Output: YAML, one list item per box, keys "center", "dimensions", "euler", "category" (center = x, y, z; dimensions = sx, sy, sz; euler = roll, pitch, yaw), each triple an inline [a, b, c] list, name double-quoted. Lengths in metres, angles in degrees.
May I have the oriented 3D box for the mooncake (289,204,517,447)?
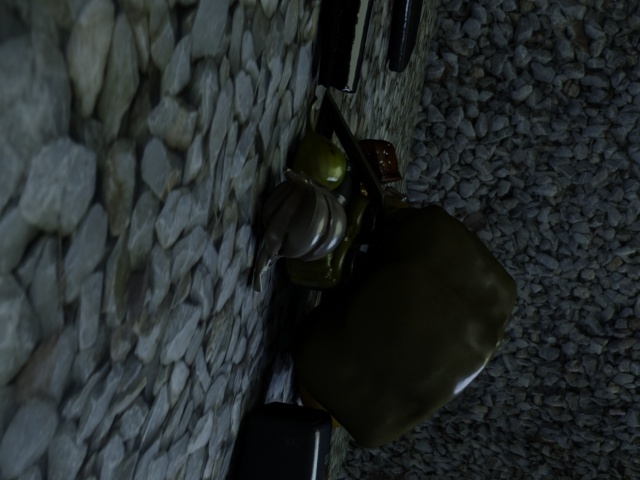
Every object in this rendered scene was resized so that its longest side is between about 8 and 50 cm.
- center: [0.142, 0.153, 1.298]
  dimensions: [0.467, 0.262, 0.467]
  euler: [-47, -172, 8]
  category: "mooncake"

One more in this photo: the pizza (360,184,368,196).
- center: [0.120, -0.114, 1.890]
  dimensions: [0.178, 0.041, 0.131]
  euler: [89, 16, -53]
  category: "pizza"

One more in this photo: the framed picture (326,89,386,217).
- center: [0.069, -0.153, 1.263]
  dimensions: [0.173, 0.010, 0.231]
  euler: [70, -5, -74]
  category: "framed picture"

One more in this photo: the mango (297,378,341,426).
- center: [0.031, 0.310, 1.591]
  dimensions: [0.211, 0.173, 0.317]
  euler: [-69, 160, -47]
  category: "mango"

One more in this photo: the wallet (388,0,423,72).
- center: [0.243, -0.684, 1.811]
  dimensions: [0.228, 0.062, 0.406]
  euler: [-66, 164, -45]
  category: "wallet"

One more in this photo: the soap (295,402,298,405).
- center: [-0.066, 0.464, 1.619]
  dimensions: [0.089, 0.033, 0.168]
  euler: [95, 12, -48]
  category: "soap"

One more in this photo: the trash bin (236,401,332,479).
- center: [-0.070, 0.453, 1.207]
  dimensions: [0.209, 0.182, 0.290]
  euler: [28, 69, -79]
  category: "trash bin"

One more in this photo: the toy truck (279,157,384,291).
- center: [0.011, -0.029, 1.163]
  dimensions: [0.165, 0.147, 0.224]
  euler: [74, 31, -42]
  category: "toy truck"

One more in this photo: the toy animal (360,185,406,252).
- center: [0.182, 0.018, 1.715]
  dimensions: [0.225, 0.284, 0.302]
  euler: [-27, 130, -74]
  category: "toy animal"

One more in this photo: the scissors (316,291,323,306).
- center: [0.013, 0.093, 1.621]
  dimensions: [0.085, 0.022, 0.176]
  euler: [51, 49, -73]
  category: "scissors"

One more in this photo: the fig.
- center: [0.000, -0.150, 1.107]
  dimensions: [0.093, 0.093, 0.166]
  euler: [88, 5, -54]
  category: "fig"

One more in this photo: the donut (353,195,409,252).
- center: [0.120, 0.007, 1.541]
  dimensions: [0.107, 0.272, 0.272]
  euler: [-98, -170, -53]
  category: "donut"

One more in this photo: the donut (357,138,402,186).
- center: [0.149, -0.197, 1.717]
  dimensions: [0.186, 0.144, 0.126]
  euler: [-14, 97, -51]
  category: "donut"

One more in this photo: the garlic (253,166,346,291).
- center: [-0.042, -0.003, 0.990]
  dimensions: [0.194, 0.127, 0.131]
  euler: [-57, 173, 0]
  category: "garlic"

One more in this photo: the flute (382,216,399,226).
- center: [0.073, -0.053, 1.319]
  dimensions: [0.269, 0.014, 0.014]
  euler: [19, -82, 58]
  category: "flute"

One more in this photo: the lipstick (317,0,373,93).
- center: [0.056, -0.446, 1.052]
  dimensions: [0.077, 0.077, 0.418]
  euler: [-46, 146, -70]
  category: "lipstick"
